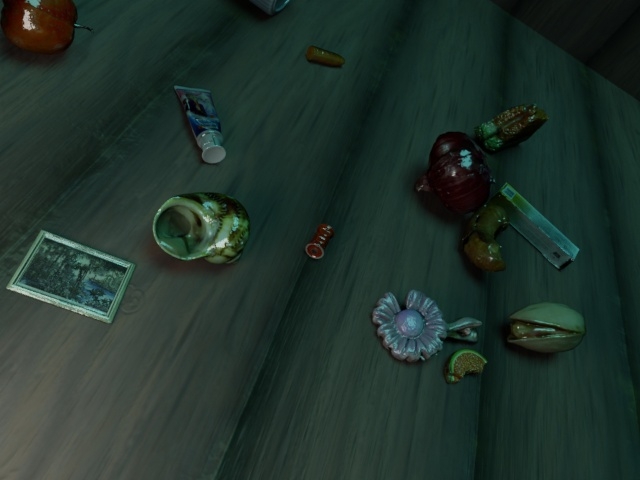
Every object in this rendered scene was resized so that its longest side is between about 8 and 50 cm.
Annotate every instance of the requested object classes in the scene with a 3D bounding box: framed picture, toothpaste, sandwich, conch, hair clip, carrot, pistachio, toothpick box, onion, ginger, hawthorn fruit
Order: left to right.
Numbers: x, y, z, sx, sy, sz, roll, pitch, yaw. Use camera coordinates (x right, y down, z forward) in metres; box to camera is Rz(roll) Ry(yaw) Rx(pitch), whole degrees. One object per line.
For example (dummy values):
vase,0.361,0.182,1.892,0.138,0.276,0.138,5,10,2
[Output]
hawthorn fruit,-0.617,-0.498,1.309,0.194,0.157,0.157,2,54,-39
framed picture,-0.445,0.063,1.049,0.183,0.011,0.142,23,45,-15
toothpaste,-0.292,-0.301,1.430,0.096,0.061,0.266,1,48,-31
conch,-0.237,-0.017,1.178,0.181,0.124,0.187,46,67,-4
toothpick box,0.000,0.000,1.362,0.047,0.047,0.083,34,44,-4
carrot,0.024,-0.595,1.877,0.139,0.048,0.048,5,52,-31
hair clip,0.266,0.201,1.350,0.301,0.069,0.173,7,52,-28
onion,0.380,-0.191,1.664,0.252,0.219,0.252,-13,90,-76
sandwich,0.336,0.289,1.350,0.135,0.029,0.067,-6,64,-37
ginger,0.476,-0.021,1.647,0.133,0.107,0.309,23,40,5
sandwich,0.694,-0.408,2.053,0.292,0.212,0.109,-18,80,-56
toothpaste,0.672,-0.046,1.818,0.313,0.071,0.089,44,42,7
pistachio,0.581,0.225,1.482,0.215,0.144,0.143,-1,55,-21

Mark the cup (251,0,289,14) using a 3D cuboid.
cup,-0.218,-0.907,1.876,0.311,0.331,0.256,37,77,-3
